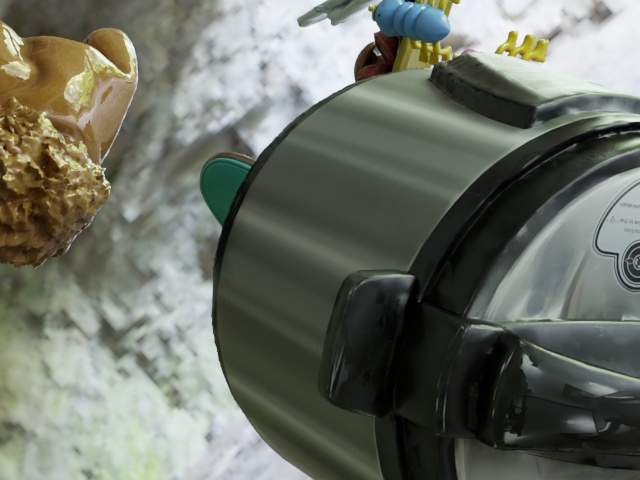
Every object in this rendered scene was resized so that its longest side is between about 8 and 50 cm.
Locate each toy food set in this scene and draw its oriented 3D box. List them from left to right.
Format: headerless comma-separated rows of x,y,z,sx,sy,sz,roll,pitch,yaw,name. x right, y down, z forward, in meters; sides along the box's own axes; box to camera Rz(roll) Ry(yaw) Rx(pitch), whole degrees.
0.074,-0.202,1.613,0.217,0.071,0.128,-71,-15,10,toy food set

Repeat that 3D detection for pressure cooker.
0.161,0.073,1.161,0.370,0.375,0.420,-37,29,-17,pressure cooker

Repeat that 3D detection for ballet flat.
0.000,0.000,1.984,0.124,0.342,0.116,-21,-38,-61,ballet flat

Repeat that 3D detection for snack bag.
0.139,-0.360,2.030,0.323,0.037,0.342,-30,7,-16,snack bag

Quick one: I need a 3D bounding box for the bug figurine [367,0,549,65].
0.114,-0.110,1.506,0.216,0.279,0.072,17,17,41,bug figurine

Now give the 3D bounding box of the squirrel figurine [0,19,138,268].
-0.405,-0.143,1.600,0.281,0.370,0.397,-48,27,15,squirrel figurine
